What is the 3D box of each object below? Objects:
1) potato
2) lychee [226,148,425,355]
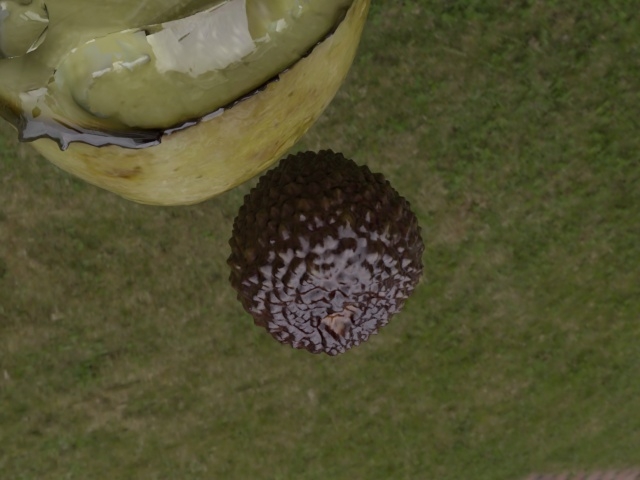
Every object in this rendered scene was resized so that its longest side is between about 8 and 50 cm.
[{"bbox_3d":[-0.089,-0.135,0.637,0.285,0.243,0.242,-54,140,-17],"label":"potato"},{"bbox_3d":[0.000,0.000,1.119,0.271,0.271,0.271,-14,136,-13],"label":"lychee"}]
